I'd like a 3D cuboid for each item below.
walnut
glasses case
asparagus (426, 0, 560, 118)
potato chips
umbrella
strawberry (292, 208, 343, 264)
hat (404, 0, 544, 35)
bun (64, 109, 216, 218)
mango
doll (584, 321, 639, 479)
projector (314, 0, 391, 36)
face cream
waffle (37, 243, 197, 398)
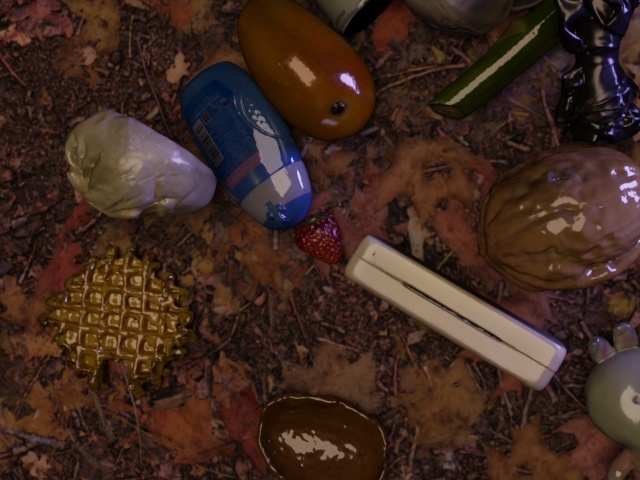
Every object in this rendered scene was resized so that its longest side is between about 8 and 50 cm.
[{"bbox_3d":[0.327,-0.030,1.136,0.245,0.198,0.198,-17,86,3],"label":"walnut"},{"bbox_3d":[0.186,0.096,1.194,0.313,0.131,0.070,30,95,11],"label":"glasses case"},{"bbox_3d":[0.274,-0.264,1.214,0.278,0.060,0.067,-42,117,9],"label":"asparagus"},{"bbox_3d":[0.004,0.306,1.271,0.202,0.049,0.150,9,86,14],"label":"potato chips"},{"bbox_3d":[0.367,-0.262,1.136,0.122,0.110,0.272,-3,109,8],"label":"umbrella"},{"bbox_3d":[0.000,0.000,1.269,0.073,0.073,0.083,-23,108,11],"label":"strawberry"},{"bbox_3d":[0.226,-0.419,1.182,0.275,0.161,0.232,-37,86,6],"label":"hat"},{"bbox_3d":[-0.270,-0.096,1.246,0.229,0.229,0.145,32,85,10],"label":"bun"},{"bbox_3d":[-0.029,-0.252,1.219,0.139,0.175,0.254,-45,81,9],"label":"mango"},{"bbox_3d":[0.439,0.250,1.156,0.155,0.113,0.275,-24,78,2],"label":"doll"},{"bbox_3d":[-0.029,-0.459,1.257,0.108,0.108,0.337,-39,82,9],"label":"projector"},{"bbox_3d":[-0.104,-0.135,1.275,0.149,0.083,0.264,-36,82,33],"label":"face cream"},{"bbox_3d":[-0.313,0.127,1.341,0.231,0.051,0.228,-43,79,7],"label":"waffle"}]
